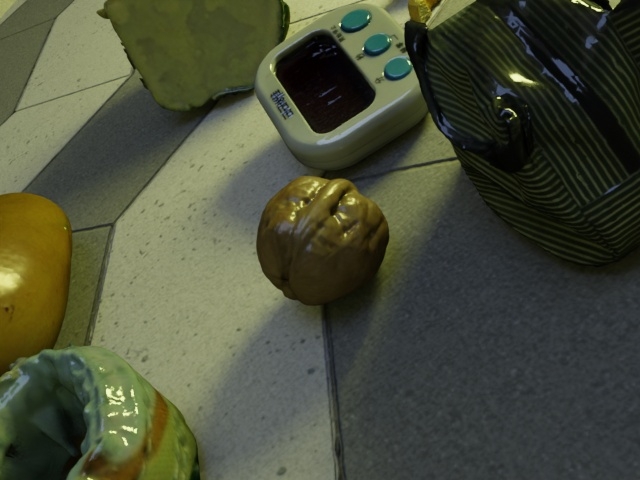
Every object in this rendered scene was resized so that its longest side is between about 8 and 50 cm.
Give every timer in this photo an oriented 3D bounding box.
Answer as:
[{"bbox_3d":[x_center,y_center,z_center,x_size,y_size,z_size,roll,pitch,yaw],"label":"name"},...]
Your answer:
[{"bbox_3d":[0.034,-0.229,1.132,0.237,0.087,0.262,-33,52,3],"label":"timer"}]

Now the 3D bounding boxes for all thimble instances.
[{"bbox_3d":[-0.270,0.251,0.811,0.254,0.167,0.288,-32,39,1],"label":"thimble"}]

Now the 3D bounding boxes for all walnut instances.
[{"bbox_3d":[0.000,0.000,0.904,0.166,0.149,0.167,5,43,-5],"label":"walnut"}]

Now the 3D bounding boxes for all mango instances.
[{"bbox_3d":[-0.505,0.083,1.115,0.300,0.232,0.446,-24,33,19],"label":"mango"}]

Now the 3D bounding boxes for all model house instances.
[{"bbox_3d":[-0.202,-0.419,1.450,0.321,0.261,0.266,-22,21,13],"label":"model house"}]

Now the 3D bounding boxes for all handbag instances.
[{"bbox_3d":[0.249,-0.157,0.807,0.247,0.240,0.341,-34,39,8],"label":"handbag"}]

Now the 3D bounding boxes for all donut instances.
[{"bbox_3d":[0.178,-0.400,1.272,0.083,0.038,0.067,-34,35,4],"label":"donut"}]
